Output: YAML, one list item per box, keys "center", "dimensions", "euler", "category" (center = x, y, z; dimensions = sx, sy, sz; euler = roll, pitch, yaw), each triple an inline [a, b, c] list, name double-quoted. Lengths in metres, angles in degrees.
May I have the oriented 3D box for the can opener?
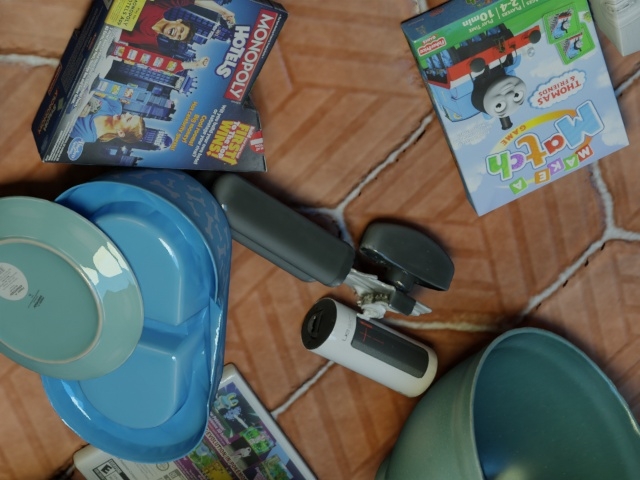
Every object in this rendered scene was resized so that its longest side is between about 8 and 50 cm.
- center: [0.000, 0.000, 1.656]
  dimensions: [0.280, 0.074, 0.093]
  euler: [27, 78, -34]
  category: "can opener"

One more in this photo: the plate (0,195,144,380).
- center: [-0.243, 0.048, 1.556]
  dimensions: [0.188, 0.024, 0.188]
  euler: [11, 124, 16]
  category: "plate"

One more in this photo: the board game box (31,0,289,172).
- center: [-0.116, -0.135, 1.514]
  dimensions: [0.194, 0.060, 0.194]
  euler: [15, 118, -29]
  category: "board game box"

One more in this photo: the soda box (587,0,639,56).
- center: [0.261, -0.304, 1.505]
  dimensions: [0.098, 0.091, 0.286]
  euler: [-20, 128, -5]
  category: "soda box"

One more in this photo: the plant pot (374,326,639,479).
- center: [0.176, 0.258, 1.781]
  dimensions: [0.293, 0.293, 0.196]
  euler: [30, 136, -33]
  category: "plant pot"

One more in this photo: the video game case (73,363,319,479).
- center: [-0.119, 0.233, 1.798]
  dimensions: [0.183, 0.023, 0.201]
  euler: [-30, 127, 3]
  category: "video game case"

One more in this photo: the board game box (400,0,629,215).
- center: [0.180, -0.140, 1.627]
  dimensions: [0.160, 0.039, 0.211]
  euler: [-26, 129, -1]
  category: "board game box"

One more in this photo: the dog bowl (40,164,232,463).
- center: [-0.158, 0.060, 1.589]
  dimensions: [0.166, 0.074, 0.297]
  euler: [15, 124, 14]
  category: "dog bowl"

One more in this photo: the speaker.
- center: [0.047, 0.104, 1.744]
  dimensions: [0.136, 0.055, 0.055]
  euler: [28, 111, -32]
  category: "speaker"
